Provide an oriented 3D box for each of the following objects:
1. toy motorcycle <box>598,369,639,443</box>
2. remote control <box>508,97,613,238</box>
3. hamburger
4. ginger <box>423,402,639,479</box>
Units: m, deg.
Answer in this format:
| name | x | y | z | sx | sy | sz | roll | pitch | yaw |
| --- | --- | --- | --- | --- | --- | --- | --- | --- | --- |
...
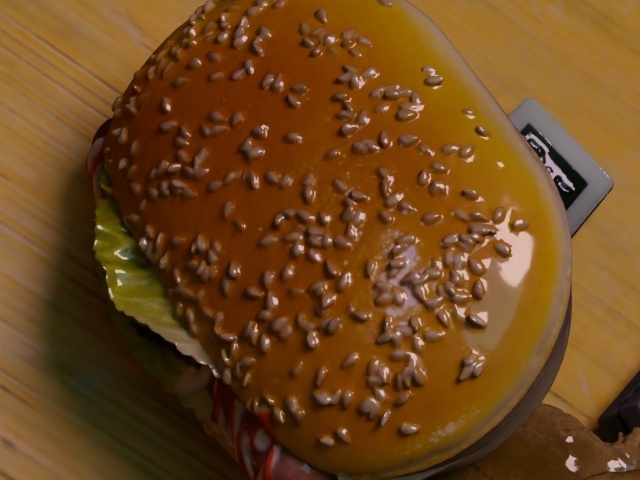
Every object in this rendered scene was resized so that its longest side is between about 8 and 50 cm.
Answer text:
| name | x | y | z | sx | sy | sz | roll | pitch | yaw |
| --- | --- | --- | --- | --- | --- | --- | --- | --- | --- |
| toy motorcycle | 0.191 | 0.100 | 0.700 | 0.124 | 0.061 | 0.193 | 45 | 58 | -5 |
| remote control | 0.068 | 0.002 | 0.701 | 0.065 | 0.029 | 0.166 | 45 | 55 | -1 |
| hamburger | 0.000 | 0.000 | 0.589 | 0.116 | 0.173 | 0.210 | 23 | 30 | -54 |
| ginger | 0.053 | 0.122 | 0.609 | 0.205 | 0.081 | 0.115 | -25 | 60 | -4 |
